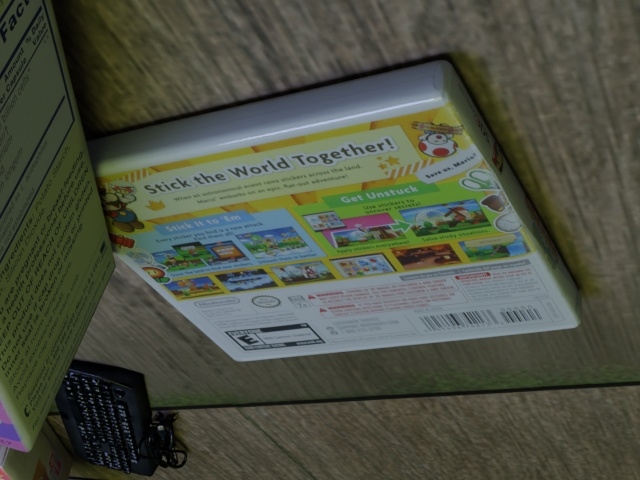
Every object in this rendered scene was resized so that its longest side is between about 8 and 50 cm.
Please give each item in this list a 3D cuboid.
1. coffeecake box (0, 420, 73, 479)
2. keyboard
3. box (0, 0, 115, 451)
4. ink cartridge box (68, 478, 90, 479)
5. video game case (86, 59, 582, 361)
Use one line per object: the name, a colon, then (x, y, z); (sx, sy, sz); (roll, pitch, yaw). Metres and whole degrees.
coffeecake box: (-0.318, 0.175, 0.882); (0.185, 0.068, 0.142); (4, 146, 8)
keyboard: (-0.160, 0.154, 0.839); (0.100, 0.038, 0.192); (8, 149, 2)
box: (-0.223, -0.029, 0.466); (0.213, 0.117, 0.243); (15, 148, 7)
ink cartridge box: (-0.207, 0.278, 1.039); (0.179, 0.045, 0.145); (5, 148, 11)
video game case: (0.000, 0.000, 0.567); (0.227, 0.026, 0.206); (-8, 144, 27)
